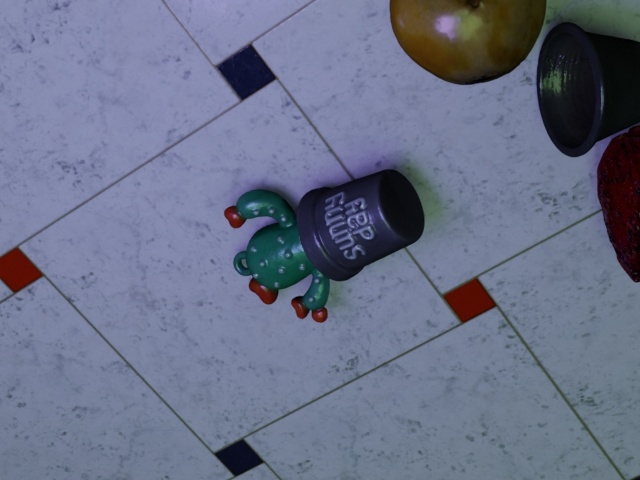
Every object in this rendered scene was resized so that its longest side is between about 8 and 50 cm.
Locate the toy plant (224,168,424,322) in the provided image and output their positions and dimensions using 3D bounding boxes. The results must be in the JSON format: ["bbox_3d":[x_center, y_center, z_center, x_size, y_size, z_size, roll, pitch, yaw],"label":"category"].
[{"bbox_3d":[-0.008,-0.009,2.106,0.400,0.185,0.279,-23,128,34],"label":"toy plant"}]

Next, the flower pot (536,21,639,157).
[{"bbox_3d":[0.495,-0.272,1.922,0.148,0.235,0.235,-10,122,-15],"label":"flower pot"}]

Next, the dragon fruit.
[{"bbox_3d":[0.629,-0.105,2.047,0.205,0.152,0.316,-16,121,-19],"label":"dragon fruit"}]

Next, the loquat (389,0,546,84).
[{"bbox_3d":[0.246,-0.393,1.839,0.263,0.263,0.263,1,120,2],"label":"loquat"}]
